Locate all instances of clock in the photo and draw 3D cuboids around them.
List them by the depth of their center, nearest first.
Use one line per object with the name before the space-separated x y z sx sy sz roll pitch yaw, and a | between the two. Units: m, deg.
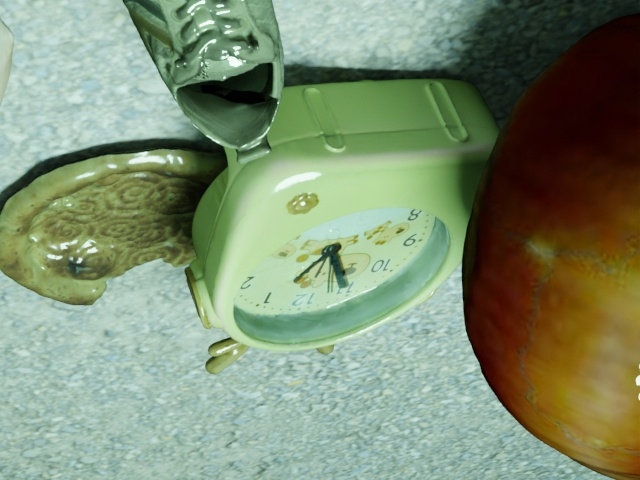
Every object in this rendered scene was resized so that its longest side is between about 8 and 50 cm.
clock | 0.000 0.000 1.565 0.235 0.096 0.308 -6 145 -29

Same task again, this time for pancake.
pancake | -0.153 -0.014 1.589 0.235 0.029 0.212 -16 149 3

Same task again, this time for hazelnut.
hazelnut | 0.277 0.026 1.470 0.359 0.359 0.409 -23 157 17

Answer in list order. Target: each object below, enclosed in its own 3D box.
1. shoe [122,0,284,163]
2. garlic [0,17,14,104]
shoe | -0.077 -0.155 1.305 0.103 0.098 0.275 -19 149 3
garlic | -0.276 -0.111 1.323 0.266 0.128 0.148 -27 161 4
